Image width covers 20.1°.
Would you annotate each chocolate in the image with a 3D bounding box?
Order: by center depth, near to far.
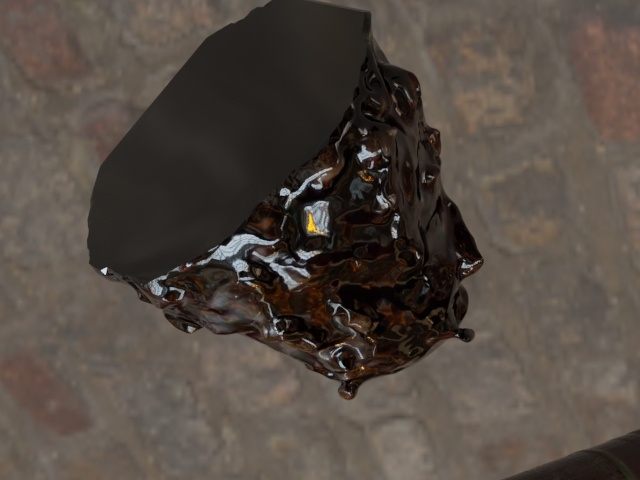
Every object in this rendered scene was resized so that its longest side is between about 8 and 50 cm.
[{"bbox_3d":[0.000,0.000,0.725,0.156,0.156,0.133,-27,123,27],"label":"chocolate"}]

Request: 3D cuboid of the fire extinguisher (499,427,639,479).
[{"bbox_3d":[0.072,0.107,0.615,0.157,0.078,0.045,-12,130,-37],"label":"fire extinguisher"}]
